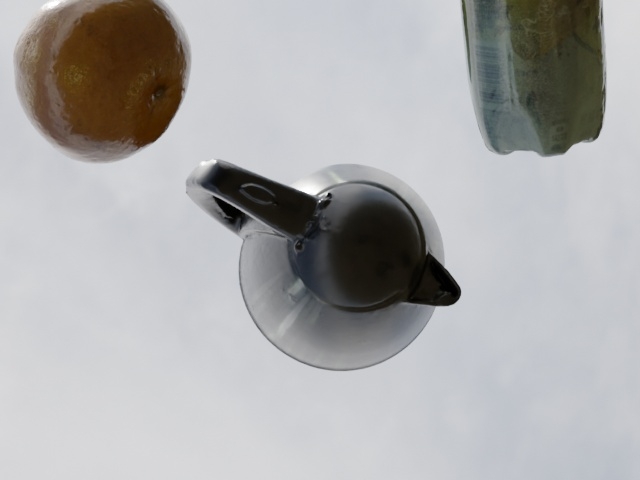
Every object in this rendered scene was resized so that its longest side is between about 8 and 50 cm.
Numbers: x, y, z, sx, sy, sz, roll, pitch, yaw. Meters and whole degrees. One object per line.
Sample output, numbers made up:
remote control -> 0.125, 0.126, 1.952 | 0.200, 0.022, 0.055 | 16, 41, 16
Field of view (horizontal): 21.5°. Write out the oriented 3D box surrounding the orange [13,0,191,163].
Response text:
orange -> -0.187, -0.145, 1.421 | 0.159, 0.136, 0.159 | -45, -31, -37

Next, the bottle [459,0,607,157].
bottle -> 0.117, -0.183, 0.958 | 0.083, 0.083, 0.270 | -24, -64, -40

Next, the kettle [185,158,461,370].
kettle -> 0.017, -0.001, 1.608 | 0.207, 0.271, 0.251 | -30, -93, -7
